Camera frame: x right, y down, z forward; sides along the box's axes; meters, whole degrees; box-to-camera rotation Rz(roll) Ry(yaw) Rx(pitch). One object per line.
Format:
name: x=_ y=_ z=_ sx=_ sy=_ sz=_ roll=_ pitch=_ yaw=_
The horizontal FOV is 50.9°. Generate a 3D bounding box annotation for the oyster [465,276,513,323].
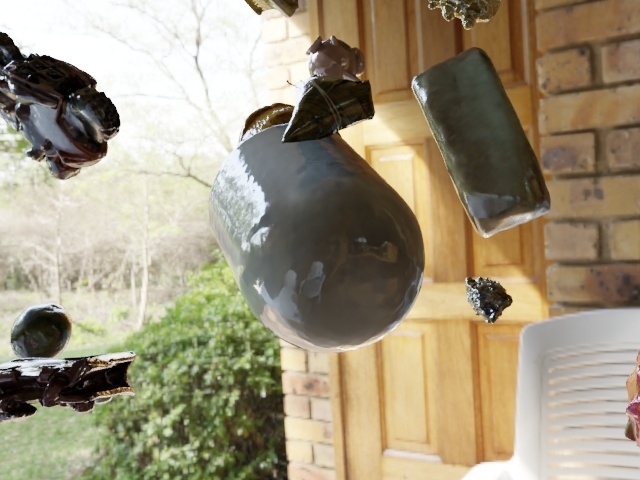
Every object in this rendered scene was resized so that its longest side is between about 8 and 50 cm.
oyster: x=0.407 y=0.137 z=1.683 sx=0.051 sy=0.103 sz=0.148 roll=38 pitch=0 yaw=-35

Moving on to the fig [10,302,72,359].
fig: x=-0.540 y=0.164 z=1.316 sx=0.117 sy=0.117 sz=0.177 roll=-4 pitch=23 yaw=-11

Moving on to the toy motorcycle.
toy motorcycle: x=-0.480 y=-0.230 z=1.094 sx=0.401 sy=0.207 sz=0.134 roll=32 pitch=47 yaw=14

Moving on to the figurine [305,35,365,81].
figurine: x=0.032 y=-0.399 z=1.517 sx=0.138 sy=0.125 sz=0.125 roll=36 pitch=-5 yaw=-8

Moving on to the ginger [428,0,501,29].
ginger: x=0.259 y=-0.446 z=1.223 sx=0.205 sy=0.115 sz=0.081 roll=9 pitch=25 yaw=36

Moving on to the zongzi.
zongzi: x=-0.032 y=-0.212 z=1.111 sx=0.184 sy=0.084 sz=0.187 roll=-30 pitch=30 yaw=-23

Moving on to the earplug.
earplug: x=0.000 y=0.000 z=1.111 sx=0.312 sy=0.313 sz=0.394 roll=-4 pitch=24 yaw=-18

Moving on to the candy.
candy: x=0.203 y=-0.124 z=0.850 sx=0.104 sy=0.234 sz=0.102 roll=-24 pitch=-23 yaw=16

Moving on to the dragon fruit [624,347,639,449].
dragon fruit: x=0.461 y=0.188 z=0.783 sx=0.205 sy=0.210 sz=0.268 roll=9 pitch=35 yaw=14

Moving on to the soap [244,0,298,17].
soap: x=-0.124 y=-0.559 z=1.151 sx=0.143 sy=0.259 sz=0.281 roll=2 pitch=-13 yaw=26

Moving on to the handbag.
handbag: x=-0.361 y=0.190 z=0.872 sx=0.203 sy=0.074 sz=0.216 roll=-6 pitch=-6 yaw=1

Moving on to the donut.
donut: x=-0.060 y=-0.163 z=1.343 sx=0.226 sy=0.227 sz=0.114 roll=-4 pitch=15 yaw=-28
